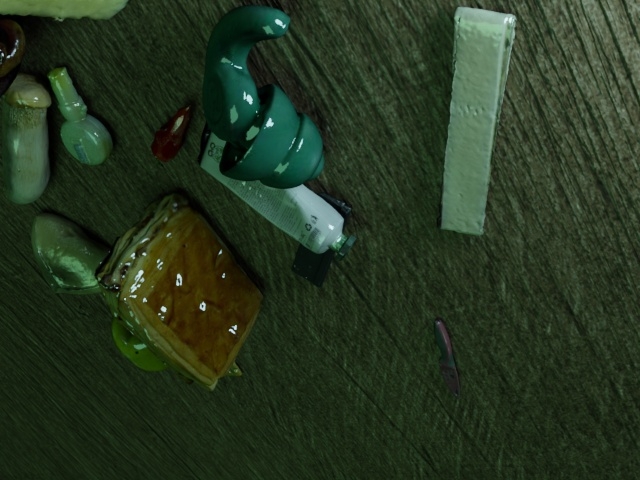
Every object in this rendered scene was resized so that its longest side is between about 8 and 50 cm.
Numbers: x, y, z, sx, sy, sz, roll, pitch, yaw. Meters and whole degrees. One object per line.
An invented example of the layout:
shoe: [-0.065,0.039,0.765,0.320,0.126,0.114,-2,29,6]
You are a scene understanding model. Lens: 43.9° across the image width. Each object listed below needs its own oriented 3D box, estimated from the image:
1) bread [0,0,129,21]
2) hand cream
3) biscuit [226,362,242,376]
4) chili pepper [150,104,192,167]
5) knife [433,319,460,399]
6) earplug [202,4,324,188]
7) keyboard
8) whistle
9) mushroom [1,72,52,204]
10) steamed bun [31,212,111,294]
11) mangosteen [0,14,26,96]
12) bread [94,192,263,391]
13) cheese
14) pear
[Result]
bread: [-0.392,-0.388,1.106,0.279,0.315,0.248,36,140,-23]
hand cream: [-0.083,-0.084,1.401,0.336,0.076,0.121,37,134,6]
biscuit: [-0.238,0.297,1.906,0.083,0.018,0.081,-2,131,30]
chili pepper: [-0.268,-0.185,1.414,0.050,0.059,0.191,41,140,-2]
knife: [0.253,0.244,1.595,0.035,0.018,0.247,1,133,23]
earplug: [-0.085,-0.210,1.253,0.280,0.164,0.257,36,102,-26]
keyboard: [0.000,-0.001,1.484,0.072,0.023,0.231,30,138,9]
whistle: [-0.454,-0.224,1.472,0.104,0.057,0.198,10,136,28]
mushroom: [-0.580,-0.183,1.558,0.123,0.095,0.351,57,144,22]
steamed bun: [-0.548,0.059,1.769,0.212,0.110,0.231,11,138,18]
mangosteen: [-0.621,-0.335,1.265,0.297,0.297,0.293,39,155,-12]
bread: [-0.286,0.108,1.562,0.167,0.278,0.324,-11,129,41]
cheese: [0.228,-0.161,1.196,0.085,0.034,0.400,10,136,13]
pear: [-0.356,0.183,1.724,0.198,0.198,0.198,15,137,14]
